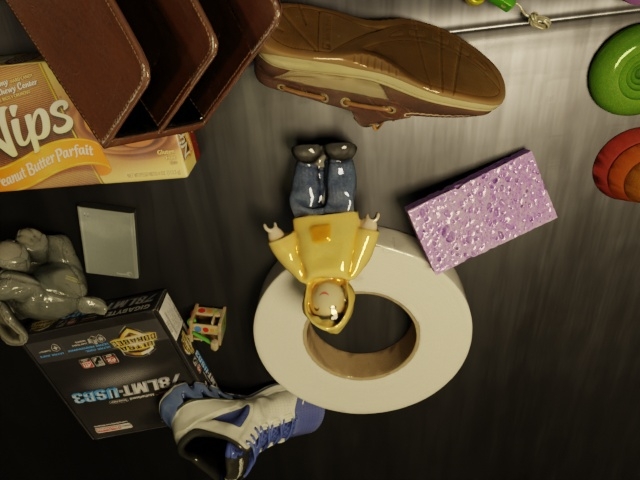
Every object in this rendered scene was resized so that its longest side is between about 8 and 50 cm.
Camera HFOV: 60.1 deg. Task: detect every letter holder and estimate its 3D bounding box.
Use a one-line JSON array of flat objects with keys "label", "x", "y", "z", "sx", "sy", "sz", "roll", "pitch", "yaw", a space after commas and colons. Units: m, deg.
[{"label": "letter holder", "x": -0.212, "y": -0.292, "z": 0.595, "sx": 0.214, "sy": 0.152, "sz": 0.302, "roll": -39, "pitch": 84, "yaw": 38}]

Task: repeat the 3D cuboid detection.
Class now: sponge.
[{"label": "sponge", "x": 0.246, "y": -0.043, "z": 0.851, "sx": 0.210, "sy": 0.031, "sz": 0.117, "roll": -26, "pitch": 106, "yaw": 2}]

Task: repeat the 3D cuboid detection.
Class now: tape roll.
[{"label": "tape roll", "x": 0.073, "y": 0.154, "z": 0.999, "sx": 0.391, "sy": 0.072, "sz": 0.392, "roll": 2, "pitch": 121, "yaw": 3}]

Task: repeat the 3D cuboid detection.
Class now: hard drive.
[{"label": "hard drive", "x": -0.363, "y": 0.002, "z": 0.958, "sx": 0.094, "sy": 0.022, "sz": 0.135, "roll": 7, "pitch": 122, "yaw": -1}]

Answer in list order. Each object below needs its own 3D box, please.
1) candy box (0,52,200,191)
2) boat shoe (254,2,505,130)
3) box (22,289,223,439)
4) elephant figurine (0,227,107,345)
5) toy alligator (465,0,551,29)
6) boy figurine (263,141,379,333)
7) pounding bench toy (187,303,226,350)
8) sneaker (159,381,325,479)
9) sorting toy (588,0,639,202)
[{"label": "candy box", "x": -0.355, "y": -0.178, "z": 0.808, "sx": 0.316, "sy": 0.088, "sz": 0.183, "roll": -3, "pitch": 120, "yaw": 5}, {"label": "boat shoe", "x": 0.075, "y": -0.220, "z": 0.758, "sx": 0.341, "sy": 0.123, "sz": 0.123, "roll": 8, "pitch": 152, "yaw": -8}, {"label": "box", "x": -0.380, "y": 0.253, "z": 1.088, "sx": 0.295, "sy": 0.073, "sz": 0.293, "roll": -12, "pitch": 119, "yaw": 11}, {"label": "elephant figurine", "x": -0.523, "y": 0.093, "z": 0.968, "sx": 0.239, "sy": 0.186, "sz": 0.169, "roll": -35, "pitch": 157, "yaw": 33}, {"label": "toy alligator", "x": 0.217, "y": -0.331, "z": 0.705, "sx": 0.189, "sy": 0.056, "sz": 0.051, "roll": 22, "pitch": 80, "yaw": -10}, {"label": "boy figurine", "x": 0.000, "y": 0.000, "z": 0.834, "sx": 0.177, "sy": 0.092, "sz": 0.285, "roll": 1, "pitch": 92, "yaw": 4}, {"label": "pounding bench toy", "x": -0.212, "y": 0.163, "z": 1.013, "sx": 0.065, "sy": 0.083, "sz": 0.052, "roll": 6, "pitch": 122, "yaw": -1}, {"label": "sneaker", "x": -0.135, "y": 0.368, "z": 1.033, "sx": 0.315, "sy": 0.182, "sz": 0.128, "roll": 7, "pitch": 113, "yaw": -24}, {"label": "sorting toy", "x": 0.444, "y": -0.186, "z": 0.736, "sx": 0.127, "sy": 0.126, "sz": 0.366, "roll": -12, "pitch": 121, "yaw": 11}]
